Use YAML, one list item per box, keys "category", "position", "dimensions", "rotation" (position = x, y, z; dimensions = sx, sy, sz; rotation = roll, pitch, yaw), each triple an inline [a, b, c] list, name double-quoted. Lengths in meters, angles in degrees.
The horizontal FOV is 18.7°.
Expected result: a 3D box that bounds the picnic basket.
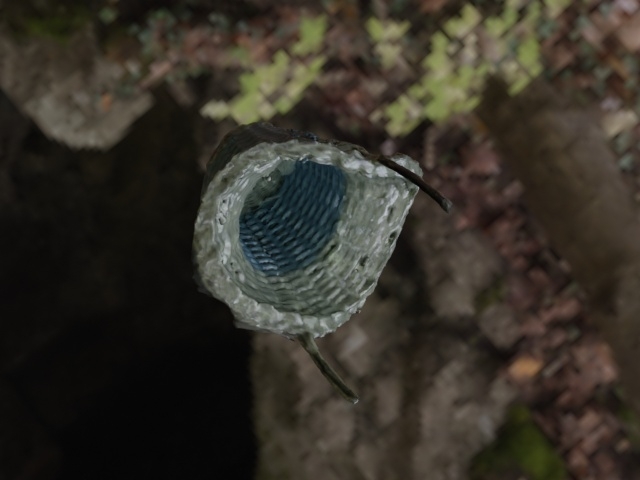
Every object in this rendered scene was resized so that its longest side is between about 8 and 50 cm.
- category: "picnic basket"
  position: [0.000, 0.000, 0.556]
  dimensions: [0.083, 0.083, 0.065]
  rotation: [9, 111, -49]
